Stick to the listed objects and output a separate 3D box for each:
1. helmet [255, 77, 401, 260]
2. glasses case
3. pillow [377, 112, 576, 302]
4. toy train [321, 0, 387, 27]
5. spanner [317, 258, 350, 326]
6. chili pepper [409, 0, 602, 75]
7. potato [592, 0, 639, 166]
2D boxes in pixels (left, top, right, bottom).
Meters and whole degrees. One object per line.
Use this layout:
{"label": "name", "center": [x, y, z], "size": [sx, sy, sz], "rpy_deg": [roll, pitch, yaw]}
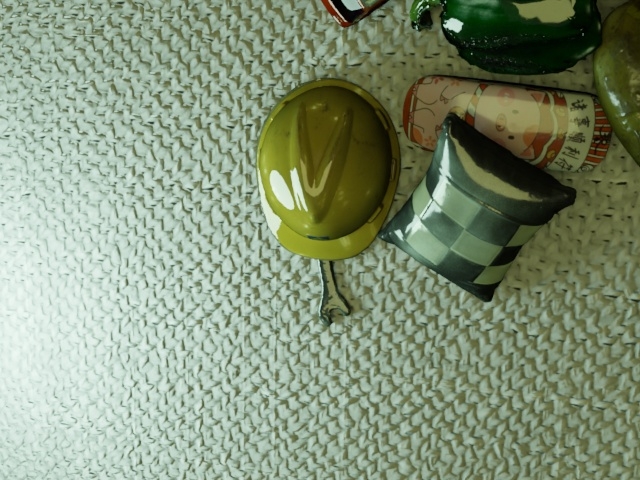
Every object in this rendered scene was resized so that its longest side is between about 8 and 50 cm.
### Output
{"label": "helmet", "center": [0.000, -0.089, 1.242], "size": [0.205, 0.140, 0.257], "rpy_deg": [6, 98, 8]}
{"label": "glasses case", "center": [0.238, -0.152, 1.201], "size": [0.267, 0.067, 0.103], "rpy_deg": [9, 111, 16]}
{"label": "pillow", "center": [0.193, -0.033, 1.200], "size": [0.186, 0.106, 0.250], "rpy_deg": [34, 140, 4]}
{"label": "toy train", "center": [0.163, -0.408, 1.163], "size": [0.409, 0.089, 0.086], "rpy_deg": [-31, 96, 20]}
{"label": "spanner", "center": [0.000, 0.000, 1.336], "size": [0.054, 0.015, 0.254], "rpy_deg": [-8, 99, 16]}
{"label": "chili pepper", "center": [0.213, -0.291, 1.129], "size": [0.261, 0.165, 0.173], "rpy_deg": [9, 98, 30]}
{"label": "potato", "center": [0.411, -0.174, 1.112], "size": [0.149, 0.113, 0.251], "rpy_deg": [-22, 99, -7]}
